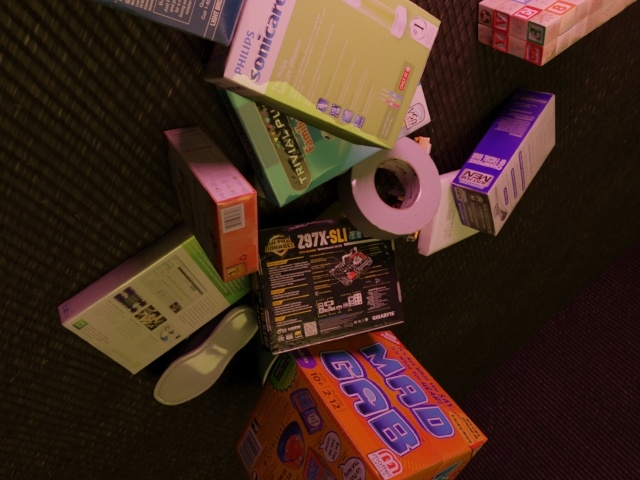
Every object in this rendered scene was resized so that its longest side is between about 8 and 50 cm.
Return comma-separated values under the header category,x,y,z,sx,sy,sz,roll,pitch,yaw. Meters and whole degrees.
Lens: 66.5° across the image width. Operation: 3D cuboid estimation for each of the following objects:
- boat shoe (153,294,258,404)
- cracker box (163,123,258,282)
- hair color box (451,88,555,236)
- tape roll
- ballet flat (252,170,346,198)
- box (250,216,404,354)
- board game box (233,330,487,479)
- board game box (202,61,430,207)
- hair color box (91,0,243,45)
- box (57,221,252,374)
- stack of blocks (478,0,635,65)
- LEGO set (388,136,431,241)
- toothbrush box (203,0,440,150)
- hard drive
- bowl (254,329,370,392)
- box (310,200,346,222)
category,x,y,z,sx,sy,sz,roll,pitch,yaw
boat shoe,-0.260,0.248,1.117,0.302,0.091,0.114,-40,121,0
cracker box,-0.180,-0.066,0.793,0.067,0.232,0.156,-19,135,-25
hair color box,0.481,-0.202,1.262,0.339,0.110,0.185,-54,142,-16
tape roll,0.149,-0.114,1.049,0.219,0.219,0.072,-22,179,-24
ballet flat,-0.037,-0.134,0.960,0.213,0.072,0.068,-18,161,-27
box,0.015,0.083,1.062,0.321,0.079,0.257,-10,92,-22
board game box,0.078,0.476,1.141,0.356,0.356,0.357,3,123,-42
board game box,0.010,-0.251,0.843,0.336,0.079,0.254,-32,118,-15
hair color box,-0.267,-0.334,0.526,0.347,0.174,0.105,1,124,-41
box,-0.310,0.111,0.984,0.322,0.058,0.232,-34,140,-9
stack of blocks,0.503,-0.503,1.028,0.297,0.171,0.087,-34,140,-12
LEGO set,0.199,-0.115,1.205,0.132,0.107,0.287,-57,151,-44
toothbrush box,0.005,-0.279,0.714,0.283,0.122,0.206,15,97,-30
hard drive,0.377,-0.093,1.318,0.307,0.040,0.203,-19,123,-42
bowl,-0.044,0.253,1.249,0.311,0.163,0.312,-22,136,-23
box,0.000,0.000,1.155,0.178,0.042,0.109,-41,140,-5
